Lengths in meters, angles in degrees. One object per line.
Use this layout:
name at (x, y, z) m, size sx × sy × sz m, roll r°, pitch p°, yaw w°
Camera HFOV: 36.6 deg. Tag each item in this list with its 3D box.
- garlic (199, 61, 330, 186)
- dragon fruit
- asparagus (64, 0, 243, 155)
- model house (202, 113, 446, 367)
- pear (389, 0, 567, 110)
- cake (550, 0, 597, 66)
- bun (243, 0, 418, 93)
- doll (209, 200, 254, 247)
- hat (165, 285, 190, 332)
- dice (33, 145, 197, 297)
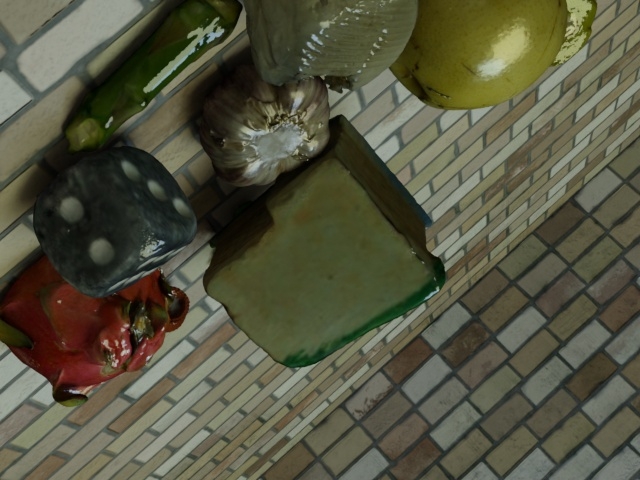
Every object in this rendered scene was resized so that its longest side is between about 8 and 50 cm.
garlic at (-0.097, -0.211, 1.644) m, size 0.245 × 0.160 × 0.245 m, roll -17°, pitch 140°, yaw -15°
dragon fruit at (-0.391, 0.150, 1.690) m, size 0.305 × 0.226 × 0.305 m, roll -39°, pitch 158°, yaw -19°
asparagus at (-0.251, -0.246, 1.407) m, size 0.343 × 0.082 × 0.085 m, roll -42°, pitch -166°, yaw -1°
model house at (0.000, 0.000, 1.876) m, size 0.382 × 0.334 × 0.342 m, roll -37°, pitch -164°, yaw 17°
pear at (0.257, -0.394, 1.675) m, size 0.348 × 0.348 × 0.348 m, roll -36°, pitch 157°, yaw -18°
cake at (0.421, -0.454, 1.964) m, size 0.261 × 0.156 × 0.179 m, roll 12°, pitch 121°, yaw -19°
bun at (0.006, -0.366, 1.462) m, size 0.282 × 0.204 × 0.281 m, roll -29°, pitch 160°, yaw -12°
doll at (-0.172, -0.006, 2.021) m, size 0.115 × 0.050 × 0.190 m, roll 0°, pitch 126°, yaw -48°
hat at (-0.347, 0.166, 2.010) m, size 0.112 × 0.093 × 0.162 m, roll -10°, pitch 160°, yaw -39°
dice at (-0.316, -0.029, 1.495) m, size 0.181 × 0.183 × 0.182 m, roll -37°, pitch 175°, yaw 21°
